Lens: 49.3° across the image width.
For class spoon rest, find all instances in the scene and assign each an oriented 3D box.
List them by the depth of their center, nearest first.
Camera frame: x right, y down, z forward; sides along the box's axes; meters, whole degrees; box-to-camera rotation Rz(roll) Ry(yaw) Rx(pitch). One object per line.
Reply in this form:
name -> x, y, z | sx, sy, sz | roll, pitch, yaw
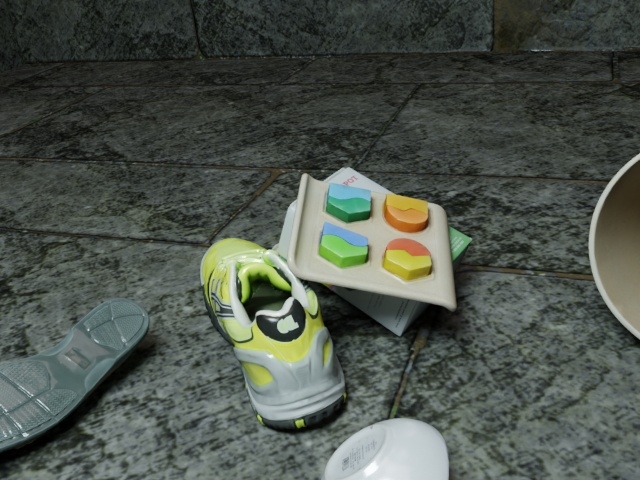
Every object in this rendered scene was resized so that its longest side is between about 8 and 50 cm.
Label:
spoon rest -> 0.051, 0.234, 0.562 | 0.137, 0.084, 0.276 | -35, 8, 11

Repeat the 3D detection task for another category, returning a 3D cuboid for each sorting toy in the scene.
sorting toy -> 0.069, -0.008, 0.861 | 0.208, 0.038, 0.193 | 15, 39, -6

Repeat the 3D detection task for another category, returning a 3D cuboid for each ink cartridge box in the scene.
ink cartridge box -> 0.072, 0.007, 0.951 | 0.212, 0.093, 0.154 | 34, 42, 17

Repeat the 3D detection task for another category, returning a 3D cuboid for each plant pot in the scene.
plant pot -> 0.497, -0.009, 0.840 | 0.256, 0.257, 0.274 | 15, 18, 36

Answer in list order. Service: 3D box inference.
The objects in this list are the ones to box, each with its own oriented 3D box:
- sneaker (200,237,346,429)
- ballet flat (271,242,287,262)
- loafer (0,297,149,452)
sneaker -> -0.068, 0.066, 0.882 | 0.145, 0.147, 0.384 | -17, 28, -17
ballet flat -> 0.000, 0.000, 1.100 | 0.168, 0.057, 0.052 | -15, 18, -16
loafer -> -0.311, 0.173, 0.826 | 0.096, 0.084, 0.267 | 39, 48, 13
